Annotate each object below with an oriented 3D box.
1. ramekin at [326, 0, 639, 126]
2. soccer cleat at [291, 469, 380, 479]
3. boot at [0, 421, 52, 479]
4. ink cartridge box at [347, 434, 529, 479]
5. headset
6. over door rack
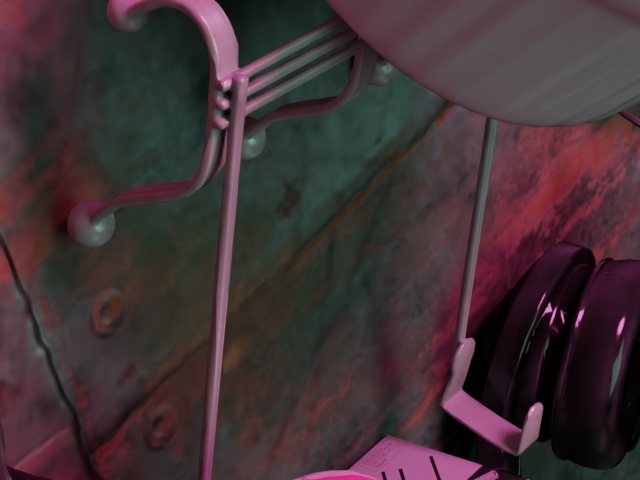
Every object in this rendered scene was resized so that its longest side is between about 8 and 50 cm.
[{"bbox_3d":[0.099,-0.183,0.852,0.277,0.135,0.277,19,56,-29],"label":"ramekin"},{"bbox_3d":[-0.092,0.223,0.850,0.116,0.143,0.331,47,75,-18],"label":"soccer cleat"},{"bbox_3d":[-0.203,0.155,0.743,0.229,0.091,0.263,-58,142,-23],"label":"boot"},{"bbox_3d":[0.015,0.183,1.029,0.207,0.097,0.046,-38,129,-40],"label":"ink cartridge box"},{"bbox_3d":[0.218,0.064,1.166,0.185,0.243,0.394,35,50,-69],"label":"headset"},{"bbox_3d":[0.000,0.000,0.944,0.239,0.108,0.324,-32,127,-44],"label":"over door rack"}]
